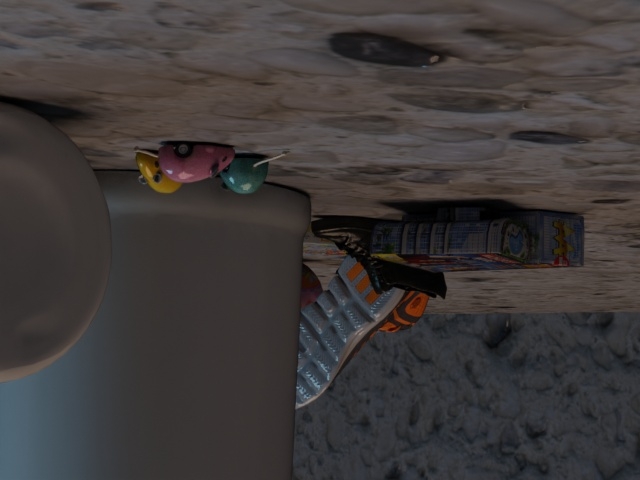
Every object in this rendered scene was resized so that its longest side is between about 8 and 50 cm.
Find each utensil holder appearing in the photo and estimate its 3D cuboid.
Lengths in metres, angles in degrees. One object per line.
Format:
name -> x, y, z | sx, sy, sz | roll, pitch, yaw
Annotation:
utensil holder -> -0.180, 0.141, 1.477 | 0.327, 0.386, 0.327 | 3, 174, 0

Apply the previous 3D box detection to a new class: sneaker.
sneaker -> 0.069, 0.022, 1.688 | 0.170, 0.089, 0.051 | 4, 174, -25
sneaker -> 0.042, 0.123, 1.968 | 0.321, 0.125, 0.180 | -42, 161, 23

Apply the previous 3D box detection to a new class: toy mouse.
toy mouse -> -0.092, -0.059, 1.218 | 0.143, 0.031, 0.161 | 0, 174, 19

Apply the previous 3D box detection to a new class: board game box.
board game box -> 0.000, 0.000, 1.803 | 0.103, 0.026, 0.154 | 4, 174, -17
board game box -> 0.179, -0.003, 1.560 | 0.194, 0.060, 0.194 | -2, 173, 24

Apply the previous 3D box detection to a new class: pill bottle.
pill bottle -> -0.342, 0.010, 1.124 | 0.204, 0.204, 0.361 | 7, 172, -42

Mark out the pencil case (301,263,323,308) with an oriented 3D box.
pencil case -> -0.121, 0.083, 2.190 | 0.124, 0.124, 0.284 | -3, 174, 39

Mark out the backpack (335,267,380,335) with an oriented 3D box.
backpack -> 0.082, 0.082, 2.158 | 0.084, 0.114, 0.105 | -17, 175, -8
